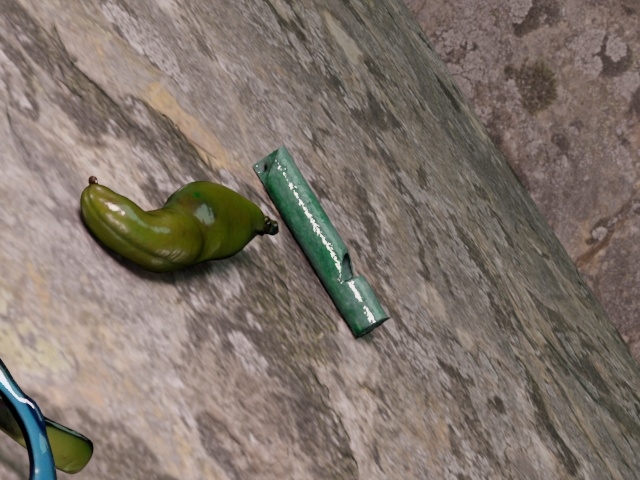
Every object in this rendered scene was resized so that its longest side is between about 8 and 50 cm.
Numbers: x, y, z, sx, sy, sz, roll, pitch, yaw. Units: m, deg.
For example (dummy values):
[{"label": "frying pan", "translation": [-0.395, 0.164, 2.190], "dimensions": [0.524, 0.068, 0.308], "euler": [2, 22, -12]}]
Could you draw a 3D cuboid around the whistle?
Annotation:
[{"label": "whistle", "translation": [0.000, 0.000, 1.096], "dimensions": [0.186, 0.039, 0.039], "euler": [59, 18, 11]}]

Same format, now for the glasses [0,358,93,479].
[{"label": "glasses", "translation": [-0.164, 0.030, 0.513], "dimensions": [0.239, 0.102, 0.207], "euler": [58, 18, 9]}]

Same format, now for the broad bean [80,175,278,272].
[{"label": "broad bean", "translation": [-0.093, -0.011, 0.860], "dimensions": [0.070, 0.048, 0.214], "euler": [61, 22, 16]}]
